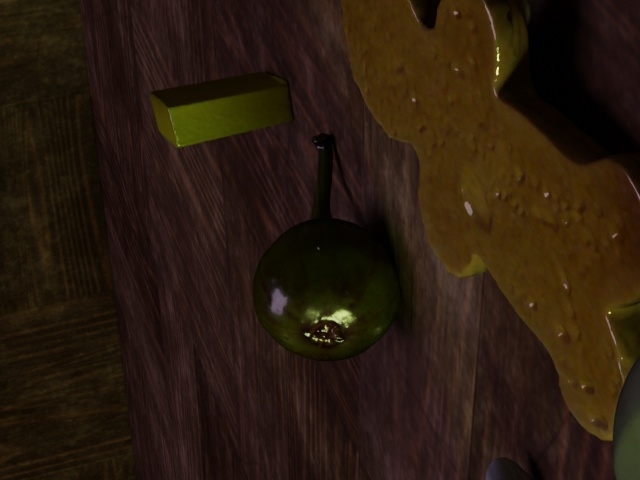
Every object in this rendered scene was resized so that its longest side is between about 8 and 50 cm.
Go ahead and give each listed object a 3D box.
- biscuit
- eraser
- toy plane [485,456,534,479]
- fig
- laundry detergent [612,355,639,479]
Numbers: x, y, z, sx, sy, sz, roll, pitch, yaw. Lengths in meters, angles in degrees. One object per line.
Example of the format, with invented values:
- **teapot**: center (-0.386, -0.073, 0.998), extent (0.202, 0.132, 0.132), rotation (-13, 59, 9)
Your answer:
- **biscuit**: center (0.108, -0.055, 0.923), extent (0.339, 0.047, 0.216), rotation (52, 151, 43)
- **eraser**: center (-0.099, -0.133, 1.555), extent (0.097, 0.122, 0.045), rotation (-141, 39, -69)
- **toy plane**: center (0.143, 0.226, 1.053), extent (0.171, 0.065, 0.162), rotation (65, 150, 25)
- **fig**: center (0.000, 0.000, 1.346), extent (0.236, 0.124, 0.124), rotation (-96, 6, -45)
- **laundry detergent**: center (0.201, 0.125, 0.679), extent (0.181, 0.091, 0.253), rotation (110, 145, -62)
